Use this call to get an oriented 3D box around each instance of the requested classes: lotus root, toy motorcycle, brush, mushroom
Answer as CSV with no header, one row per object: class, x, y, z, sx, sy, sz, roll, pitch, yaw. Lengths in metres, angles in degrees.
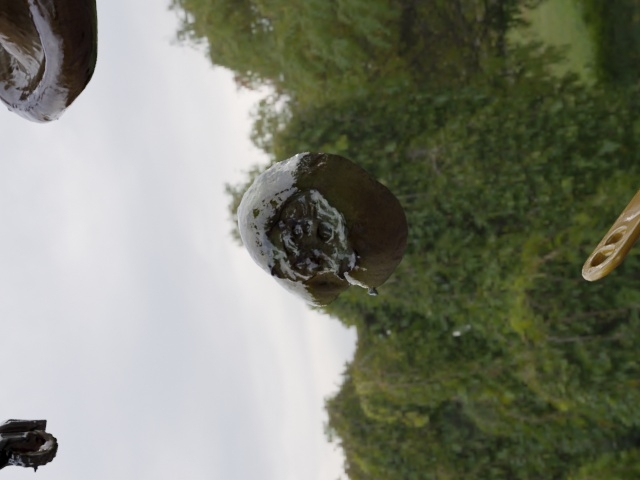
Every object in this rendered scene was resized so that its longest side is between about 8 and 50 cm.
lotus root,-0.003,-0.003,1.076,0.183,0.203,0.078,-54,3,23
toy motorcycle,-0.435,0.245,1.117,0.122,0.215,0.080,46,128,56
brush,0.273,-0.071,0.686,0.013,0.272,0.103,42,161,-6
mushroom,-0.270,-0.196,0.650,0.217,0.148,0.227,-12,-87,-48
